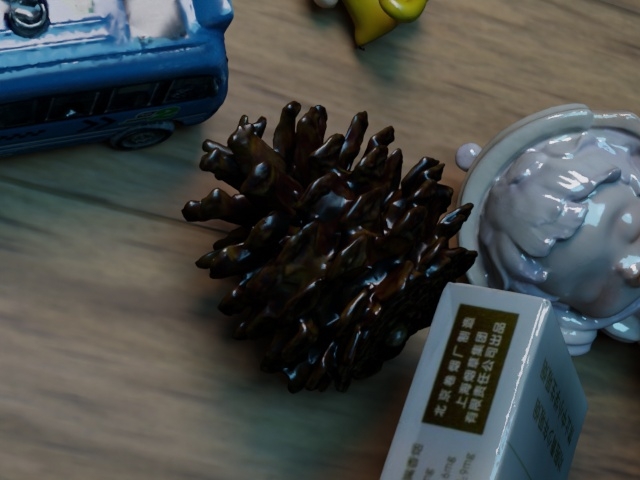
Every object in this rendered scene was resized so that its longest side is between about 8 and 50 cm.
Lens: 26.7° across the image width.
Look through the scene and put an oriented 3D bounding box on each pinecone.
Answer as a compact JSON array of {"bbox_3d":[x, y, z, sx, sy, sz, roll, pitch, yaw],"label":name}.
[{"bbox_3d":[-0.003,-0.006,0.788,0.163,0.163,0.165,-38,75,-26],"label":"pinecone"}]

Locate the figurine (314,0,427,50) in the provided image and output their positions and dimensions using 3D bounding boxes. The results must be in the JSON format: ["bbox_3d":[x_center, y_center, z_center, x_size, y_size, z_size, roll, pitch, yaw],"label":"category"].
[{"bbox_3d":[-0.012,-0.247,0.877,0.156,0.131,0.246,-45,106,-28],"label":"figurine"}]

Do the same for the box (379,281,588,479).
[{"bbox_3d":[0.081,0.166,0.758,0.067,0.155,0.242,9,63,27],"label":"box"}]

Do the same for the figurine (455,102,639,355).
[{"bbox_3d":[0.187,0.011,0.852,0.237,0.141,0.162,36,106,-4],"label":"figurine"}]

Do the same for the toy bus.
[{"bbox_3d":[-0.172,-0.112,0.762,0.246,0.134,0.113,-11,78,-22],"label":"toy bus"}]
